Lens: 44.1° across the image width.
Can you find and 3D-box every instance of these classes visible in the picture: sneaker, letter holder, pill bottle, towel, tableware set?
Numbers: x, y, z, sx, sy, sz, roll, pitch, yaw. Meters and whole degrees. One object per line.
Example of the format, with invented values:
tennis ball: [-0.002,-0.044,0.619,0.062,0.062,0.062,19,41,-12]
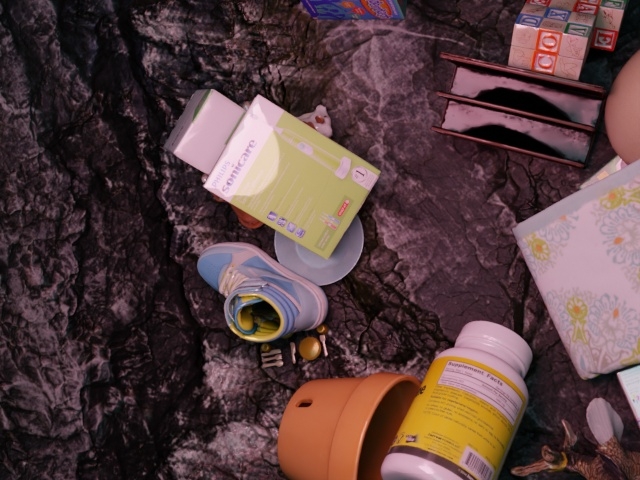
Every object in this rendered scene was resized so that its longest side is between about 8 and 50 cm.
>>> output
sneaker: [-0.161,0.098,1.589,0.318,0.208,0.127,21,108,25]
letter holder: [0.366,-0.244,1.488,0.301,0.214,0.152,17,100,17]
pill bottle: [0.257,0.316,1.412,0.187,0.188,0.334,22,57,18]
towel: [0.535,0.051,1.374,0.374,0.090,0.321,-34,72,50]
tableware set: [-0.058,0.208,1.659,0.154,0.024,0.104,-14,75,15]

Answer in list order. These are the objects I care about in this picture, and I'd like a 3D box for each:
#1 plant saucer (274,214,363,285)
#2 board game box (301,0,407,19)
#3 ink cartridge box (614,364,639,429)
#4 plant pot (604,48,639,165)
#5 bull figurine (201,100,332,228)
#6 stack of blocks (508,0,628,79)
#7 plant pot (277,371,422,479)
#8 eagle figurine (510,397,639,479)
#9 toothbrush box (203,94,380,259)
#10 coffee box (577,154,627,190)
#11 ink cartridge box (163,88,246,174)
plant saucer: [0.000,0.000,1.663,0.194,0.037,0.195,-3,81,16]
board game box: [0.065,-0.515,1.656,0.210,0.160,0.047,4,84,17]
ink cartridge box: [0.626,0.309,1.420,0.115,0.067,0.198,-24,81,13]
plant pot: [0.640,-0.255,1.343,0.283,0.191,0.284,-5,71,14]
bull figurine: [-0.111,-0.181,1.690,0.188,0.101,0.310,32,89,22]
stack of blocks: [0.473,-0.416,1.472,0.171,0.087,0.297,16,45,18]
plant pot: [0.055,0.380,1.481,0.203,0.290,0.291,6,83,33]
eagle figurine: [0.516,0.438,1.327,0.226,0.225,0.298,-36,32,-19]
toothbrush box: [-0.059,-0.123,1.558,0.283,0.122,0.206,30,91,-11]
coffee box: [0.594,-0.117,1.482,0.184,0.040,0.113,-44,73,26]
ink cartridge box: [-0.250,-0.235,1.676,0.093,0.212,0.154,30,90,-22]
